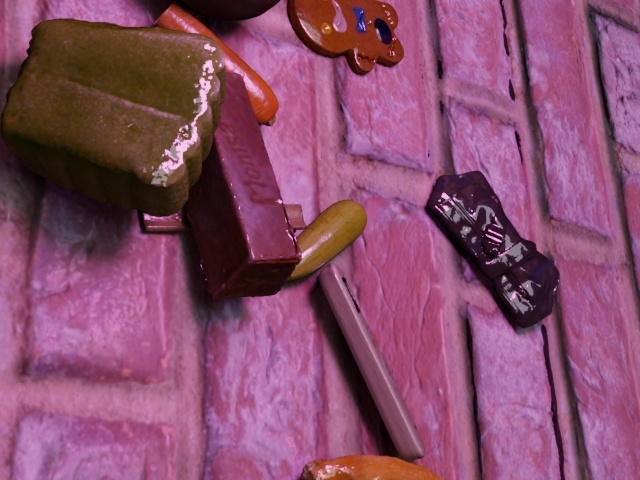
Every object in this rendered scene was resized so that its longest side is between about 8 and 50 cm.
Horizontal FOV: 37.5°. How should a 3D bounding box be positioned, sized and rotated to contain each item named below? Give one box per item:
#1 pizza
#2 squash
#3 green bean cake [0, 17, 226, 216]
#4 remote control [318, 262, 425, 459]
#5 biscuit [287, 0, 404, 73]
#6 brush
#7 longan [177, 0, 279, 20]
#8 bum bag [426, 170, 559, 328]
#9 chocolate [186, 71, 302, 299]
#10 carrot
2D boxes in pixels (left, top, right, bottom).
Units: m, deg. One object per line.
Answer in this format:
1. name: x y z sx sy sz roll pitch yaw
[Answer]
1. pizza: 0.104 0.438 1.283 0.280 0.075 0.287 10 65 -34
2. squash: 0.000 0.000 1.396 0.201 0.066 0.066 -38 96 -39
3. green bean cake: -0.252 -0.162 1.161 0.248 0.125 0.222 17 69 0
4. remote control: 0.074 0.176 1.376 0.309 0.038 0.090 65 7 4
5. biscuit: 0.047 -0.371 1.610 0.236 0.039 0.179 3 71 -36
6. brush: -0.135 -0.029 1.323 0.248 0.036 0.043 -2 68 -32
7. longan: -0.146 -0.437 1.363 0.248 0.248 0.248 16 62 -33
8. bum bag: 0.306 0.004 1.631 0.137 0.074 0.310 -43 100 -31
9. chocolate: -0.124 -0.086 1.265 0.112 0.112 0.321 -2 63 -35
10. carrot: -0.146 -0.252 1.383 0.225 0.067 0.067 42 51 -15
